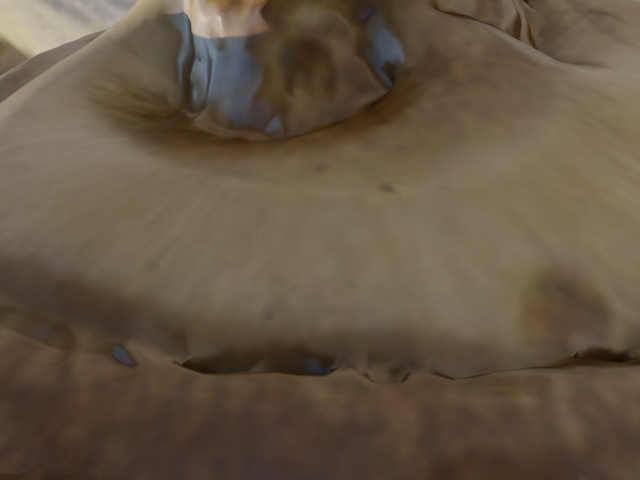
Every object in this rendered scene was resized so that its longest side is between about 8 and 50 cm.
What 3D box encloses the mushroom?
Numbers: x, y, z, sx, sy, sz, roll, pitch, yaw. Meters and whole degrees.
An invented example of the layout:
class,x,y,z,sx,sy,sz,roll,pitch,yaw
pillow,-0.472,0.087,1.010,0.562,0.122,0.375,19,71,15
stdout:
class,x,y,z,sx,sy,sz,roll,pitch,yaw
mushroom,0.000,0.000,0.497,0.345,0.345,0.260,29,132,51
